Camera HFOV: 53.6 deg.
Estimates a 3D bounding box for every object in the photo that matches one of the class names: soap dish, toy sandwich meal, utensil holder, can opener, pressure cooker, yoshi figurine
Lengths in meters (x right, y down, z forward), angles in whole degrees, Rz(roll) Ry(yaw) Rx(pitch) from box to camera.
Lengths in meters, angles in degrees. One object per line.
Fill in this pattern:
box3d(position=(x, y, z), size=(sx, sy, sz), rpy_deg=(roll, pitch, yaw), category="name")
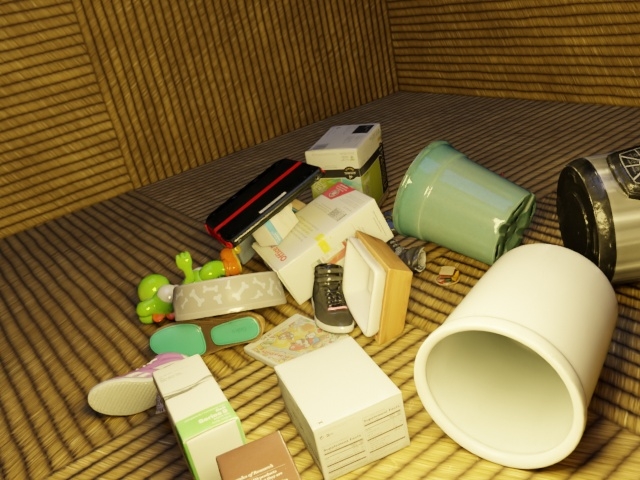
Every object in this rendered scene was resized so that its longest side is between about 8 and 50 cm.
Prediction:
box3d(position=(0.156, 0.126, 1.798), size=(0.118, 0.228, 0.291), rpy_deg=(0, 21, -15), category="soap dish")
box3d(position=(0.389, 0.109, 1.942), size=(0.086, 0.029, 0.085), rpy_deg=(-10, 24, 5), category="toy sandwich meal")
box3d(position=(0.427, 0.222, 1.333), size=(0.328, 0.327, 0.385), rpy_deg=(5, 26, 34), category="utensil holder")
box3d(position=(0.338, -0.063, 2.319), size=(0.280, 0.074, 0.093), rpy_deg=(-3, 60, 23), category="can opener")
box3d(position=(0.894, -0.081, 1.712), size=(0.421, 0.369, 0.375), rpy_deg=(-9, 8, 5), category="pressure cooker")
box3d(position=(-0.454, 0.140, 2.106), size=(0.362, 0.203, 0.203), rpy_deg=(-25, 11, -22), category="yoshi figurine")

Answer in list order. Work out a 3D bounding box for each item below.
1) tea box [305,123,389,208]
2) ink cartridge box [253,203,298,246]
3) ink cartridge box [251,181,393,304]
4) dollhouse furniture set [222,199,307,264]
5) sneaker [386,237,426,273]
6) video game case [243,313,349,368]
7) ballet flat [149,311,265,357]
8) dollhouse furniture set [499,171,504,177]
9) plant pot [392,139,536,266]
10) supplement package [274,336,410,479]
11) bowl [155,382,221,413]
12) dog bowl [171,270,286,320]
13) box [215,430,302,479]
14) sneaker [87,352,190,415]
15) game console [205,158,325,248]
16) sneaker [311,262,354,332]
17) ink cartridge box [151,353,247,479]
box3d(position=(0.117, -0.262, 2.526), size=(0.220, 0.323, 0.329), rpy_deg=(-1, 26, 23), category="tea box")
box3d(position=(-0.148, -0.060, 2.058), size=(0.092, 0.090, 0.143), rpy_deg=(-4, 37, 46), category="ink cartridge box")
box3d(position=(0.000, 0.000, 2.089), size=(0.385, 0.160, 0.279), rpy_deg=(-35, 28, -8), category="ink cartridge box")
box3d(position=(-0.178, 0.008, 2.293), size=(0.198, 0.286, 0.303), rpy_deg=(30, 67, 26), category="dollhouse furniture set")
box3d(position=(0.264, 0.045, 2.068), size=(0.153, 0.101, 0.268), rpy_deg=(-7, 29, 6), category="sneaker")
box3d(position=(-0.068, 0.289, 1.768), size=(0.206, 0.026, 0.227), rpy_deg=(-30, 30, -34), category="video game case")
box3d(position=(-0.320, 0.267, 1.844), size=(0.343, 0.116, 0.124), rpy_deg=(-15, 3, 8), category="ballet flat")
box3d(position=(0.574, -0.194, 2.370), size=(0.201, 0.152, 0.374), rpy_deg=(-8, 24, 9), category="dollhouse furniture set")
box3d(position=(0.462, -0.097, 1.984), size=(0.334, 0.341, 0.341), rpy_deg=(30, 44, 30), category="plant pot")
box3d(position=(0.043, 0.362, 1.408), size=(0.204, 0.145, 0.262), rpy_deg=(-19, 25, -15), category="supplement package")
box3d(position=(-0.341, 0.362, 1.578), size=(0.170, 0.080, 0.170), rpy_deg=(-21, -7, -3), category="bowl")
box3d(position=(-0.273, 0.163, 1.867), size=(0.349, 0.102, 0.349), rpy_deg=(-8, -4, -1), category="dog bowl")
box3d(position=(-0.058, 0.520, 1.052), size=(0.143, 0.191, 0.381), rpy_deg=(-17, 24, -12), category="box")
box3d(position=(-0.472, 0.375, 1.696), size=(0.282, 0.102, 0.161), rpy_deg=(-8, 19, -16), category="sneaker")
box3d(position=(-0.191, -0.128, 2.076), size=(0.386, 0.060, 0.342), rpy_deg=(-40, 27, -11), category="game console")
box3d(position=(0.031, 0.156, 1.835), size=(0.105, 0.146, 0.296), rpy_deg=(-1, 19, -12), category="sneaker")
box3d(position=(-0.250, 0.408, 1.364), size=(0.122, 0.211, 0.289), rpy_deg=(-22, 26, -19), category="ink cartridge box")
